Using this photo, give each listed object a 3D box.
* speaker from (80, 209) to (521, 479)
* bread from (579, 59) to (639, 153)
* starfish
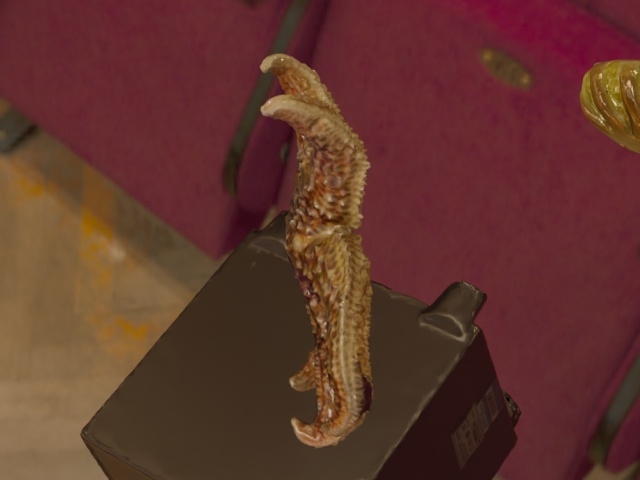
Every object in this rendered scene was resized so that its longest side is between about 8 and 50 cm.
[{"bbox_3d":[-0.006,0.146,1.116,0.232,0.184,0.254,23,61,31],"label":"speaker"},{"bbox_3d":[0.330,-0.126,1.321,0.157,0.094,0.083,16,70,-16],"label":"bread"},{"bbox_3d":[0.002,-0.001,0.843,0.071,0.216,0.238,-9,68,-8],"label":"starfish"}]
